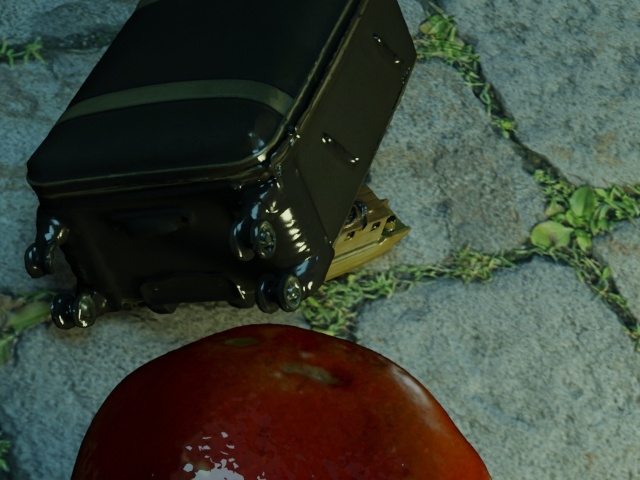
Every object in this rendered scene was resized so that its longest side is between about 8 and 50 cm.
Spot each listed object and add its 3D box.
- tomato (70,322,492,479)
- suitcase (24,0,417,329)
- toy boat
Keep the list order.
[{"bbox_3d":[-0.041,0.234,1.273,0.325,0.293,0.290,33,35,1],"label":"tomato"},{"bbox_3d":[-0.088,-0.114,1.591,0.283,0.194,0.434,-5,36,27],"label":"suitcase"},{"bbox_3d":[0.000,0.000,1.636,0.200,0.077,0.057,-21,58,-32],"label":"toy boat"}]
